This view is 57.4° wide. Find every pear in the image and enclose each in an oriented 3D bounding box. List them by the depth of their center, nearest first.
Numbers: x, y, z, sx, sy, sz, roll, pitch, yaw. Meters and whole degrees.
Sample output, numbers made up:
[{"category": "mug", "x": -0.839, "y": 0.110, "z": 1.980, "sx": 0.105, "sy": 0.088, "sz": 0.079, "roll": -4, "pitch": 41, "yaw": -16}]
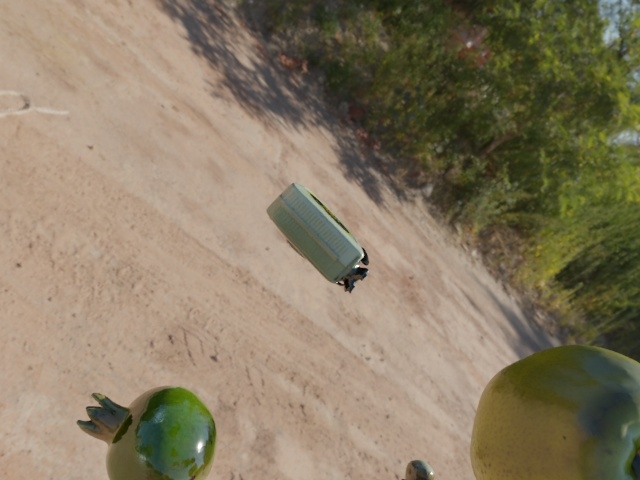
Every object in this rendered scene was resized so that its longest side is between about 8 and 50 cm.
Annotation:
[{"category": "pear", "x": 0.348, "y": 0.277, "z": 0.793, "sx": 0.294, "sy": 0.294, "sz": 0.294, "roll": 42, "pitch": 23, "yaw": -23}]

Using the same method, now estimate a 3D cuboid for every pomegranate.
[{"category": "pomegranate", "x": -0.413, "y": 0.473, "z": 1.461, "sx": 0.358, "sy": 0.216, "sz": 0.310, "roll": 35, "pitch": 17, "yaw": -13}]

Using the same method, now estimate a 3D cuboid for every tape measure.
[{"category": "tape measure", "x": 0.000, "y": 0.000, "z": 1.204, "sx": 0.235, "sy": 0.115, "sz": 0.207, "roll": 46, "pitch": 4, "yaw": 3}]

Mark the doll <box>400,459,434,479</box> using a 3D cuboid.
[{"category": "doll", "x": 0.237, "y": 0.624, "z": 1.255, "sx": 0.235, "sy": 0.174, "sz": 0.330, "roll": 47, "pitch": 1, "yaw": -9}]
